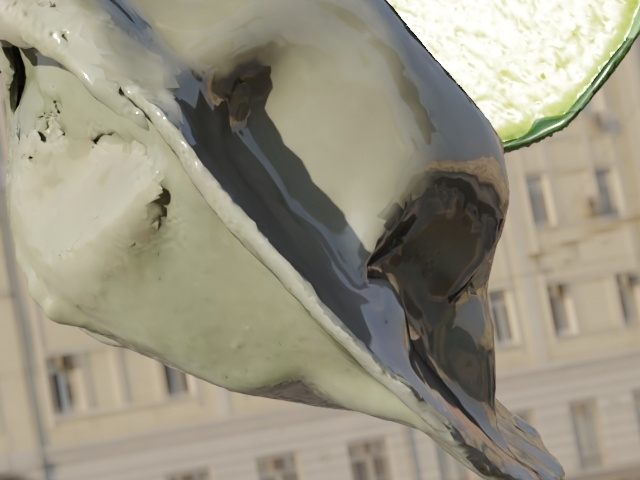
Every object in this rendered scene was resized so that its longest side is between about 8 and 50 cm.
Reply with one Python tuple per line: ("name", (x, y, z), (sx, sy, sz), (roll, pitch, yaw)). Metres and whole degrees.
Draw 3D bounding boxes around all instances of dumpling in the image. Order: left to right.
("dumpling", (0.003, -0.016, 0.644), (0.204, 0.163, 0.293), (12, -21, 36))

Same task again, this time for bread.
("bread", (0.090, -0.159, 1.100), (0.228, 0.228, 0.033), (-13, -10, 23))
